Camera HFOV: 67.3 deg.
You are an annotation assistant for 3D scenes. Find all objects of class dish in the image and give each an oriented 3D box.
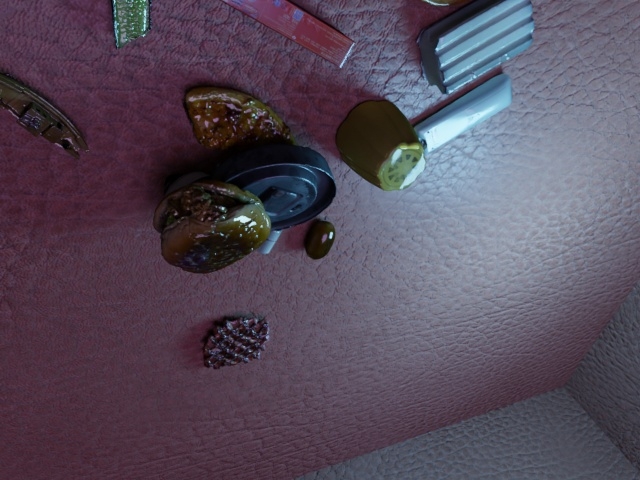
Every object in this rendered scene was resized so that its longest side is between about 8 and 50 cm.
[{"bbox_3d":[-0.324,-0.121,1.110,0.141,0.078,0.141,-44,171,-9],"label":"dish"}]

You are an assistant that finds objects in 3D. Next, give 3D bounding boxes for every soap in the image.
[{"bbox_3d":[0.366,-0.476,1.144,0.261,0.094,0.150,-29,130,0],"label":"soap"}]

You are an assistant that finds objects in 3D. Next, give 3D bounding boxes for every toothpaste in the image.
[{"bbox_3d":[-0.077,-0.445,0.947,0.320,0.076,0.066,16,119,-36],"label":"toothpaste"}]

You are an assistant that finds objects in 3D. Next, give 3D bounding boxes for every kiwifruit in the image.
[{"bbox_3d":[0.000,0.000,1.374,0.075,0.075,0.124,6,120,-31],"label":"kiwifruit"}]

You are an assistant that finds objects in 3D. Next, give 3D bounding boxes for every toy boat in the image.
[{"bbox_3d":[-0.529,-0.230,0.901,0.064,0.072,0.206,-37,134,9],"label":"toy boat"}]

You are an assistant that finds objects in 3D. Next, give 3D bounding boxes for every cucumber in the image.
[{"bbox_3d":[-0.333,-0.449,0.835,0.070,0.046,0.220,-9,133,-23],"label":"cucumber"}]

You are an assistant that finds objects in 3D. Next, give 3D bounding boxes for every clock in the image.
[{"bbox_3d":[-0.117,-0.115,1.137,0.313,0.061,0.312,-11,156,-5],"label":"clock"}]

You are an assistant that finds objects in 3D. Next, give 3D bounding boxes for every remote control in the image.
[{"bbox_3d":[0.392,-0.336,1.302,0.293,0.051,0.103,-30,136,1],"label":"remote control"}]

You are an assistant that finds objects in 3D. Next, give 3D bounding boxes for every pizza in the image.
[{"bbox_3d":[-0.168,-0.238,1.072,0.305,0.085,0.161,22,116,-37],"label":"pizza"}]

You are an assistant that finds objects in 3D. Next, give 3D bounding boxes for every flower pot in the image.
[{"bbox_3d":[0.161,-0.222,1.190,0.195,0.179,0.195,-16,135,-17],"label":"flower pot"}]

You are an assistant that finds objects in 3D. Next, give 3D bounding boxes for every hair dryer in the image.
[{"bbox_3d":[-0.180,-0.019,1.286,0.137,0.047,0.082,18,118,-31],"label":"hair dryer"}]

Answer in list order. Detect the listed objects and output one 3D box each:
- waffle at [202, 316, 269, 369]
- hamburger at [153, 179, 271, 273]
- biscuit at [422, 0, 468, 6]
[{"bbox_3d":[-0.266,0.323,1.529,0.221,0.055,0.234,-5,135,-26],"label":"waffle"},{"bbox_3d":[-0.228,-0.027,1.039,0.243,0.146,0.286,-9,156,-24],"label":"hamburger"},{"bbox_3d":[0.297,-0.611,1.021,0.309,0.040,0.204,-23,134,-7],"label":"biscuit"}]
